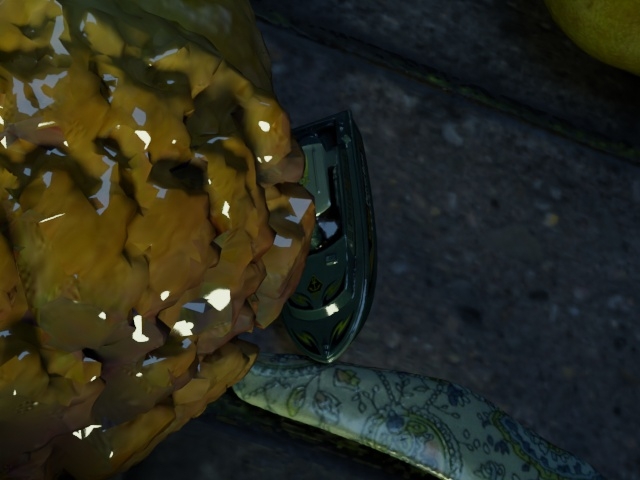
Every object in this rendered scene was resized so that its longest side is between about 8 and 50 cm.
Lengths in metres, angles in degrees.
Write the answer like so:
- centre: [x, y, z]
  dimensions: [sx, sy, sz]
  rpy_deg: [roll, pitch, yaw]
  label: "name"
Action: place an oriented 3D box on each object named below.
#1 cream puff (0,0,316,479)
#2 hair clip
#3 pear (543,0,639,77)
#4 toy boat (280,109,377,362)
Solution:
- centre: [-0.167, -0.023, 0.480]
  dimensions: [0.327, 0.343, 0.231]
  rpy_deg: [-9, 49, -3]
  label: "cream puff"
- centre: [0.061, 0.104, 0.674]
  dimensions: [0.229, 0.036, 0.066]
  rpy_deg: [25, 49, -7]
  label: "hair clip"
- centre: [0.222, -0.189, 0.818]
  dimensions: [0.200, 0.200, 0.200]
  rpy_deg: [10, 59, -16]
  label: "pear"
- centre: [0.000, 0.000, 0.696]
  dimensions: [0.055, 0.060, 0.141]
  rpy_deg: [-17, 59, 21]
  label: "toy boat"
